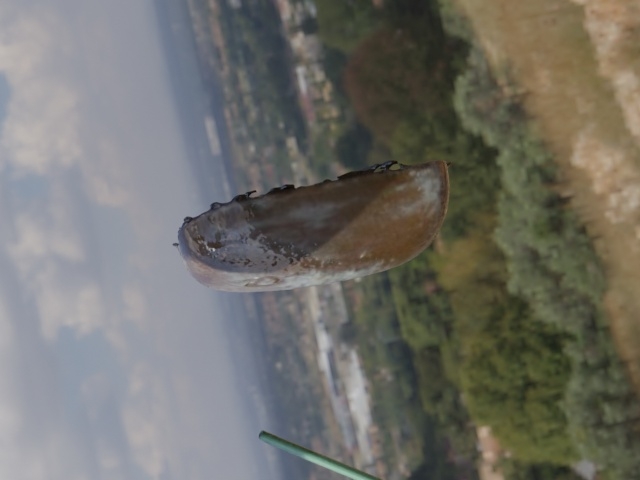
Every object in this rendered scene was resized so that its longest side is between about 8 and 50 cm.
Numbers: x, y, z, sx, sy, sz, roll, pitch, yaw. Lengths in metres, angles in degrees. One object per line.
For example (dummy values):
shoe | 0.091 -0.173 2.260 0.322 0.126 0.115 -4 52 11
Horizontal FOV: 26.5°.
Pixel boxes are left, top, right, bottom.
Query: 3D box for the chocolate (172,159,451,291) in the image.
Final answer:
chocolate | -0.001 0.001 1.243 0.161 0.261 0.083 107 150 -75

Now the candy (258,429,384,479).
candy | 0.075 0.266 1.419 0.091 0.305 0.083 -70 3 -48
